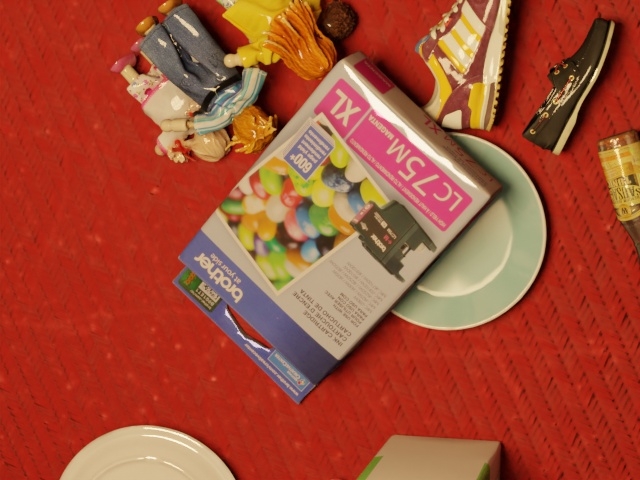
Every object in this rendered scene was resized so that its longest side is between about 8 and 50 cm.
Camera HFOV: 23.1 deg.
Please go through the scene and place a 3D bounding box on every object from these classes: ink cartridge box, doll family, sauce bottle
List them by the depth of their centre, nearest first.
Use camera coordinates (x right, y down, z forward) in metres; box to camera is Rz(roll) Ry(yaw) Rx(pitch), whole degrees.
[{"bbox_3d":[0.288,-0.036,1.428,0.042,0.042,0.128,-18,91,14],"label":"sauce bottle"},{"bbox_3d":[0.099,0.335,1.435,0.115,0.198,0.272,2,97,13],"label":"ink cartridge box"},{"bbox_3d":[-0.080,-0.170,1.455,0.263,0.118,0.163,-43,86,14],"label":"doll family"},{"bbox_3d":[0.000,0.000,1.463,0.186,0.065,0.311,44,116,5],"label":"ink cartridge box"}]

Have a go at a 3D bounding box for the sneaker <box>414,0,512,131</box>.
[{"bbox_3d":[0.130,-0.194,1.430,0.084,0.069,0.185,7,97,7],"label":"sneaker"}]

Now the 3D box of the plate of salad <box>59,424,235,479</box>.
[{"bbox_3d":[-0.170,0.281,1.566,0.200,0.048,0.199,1,96,8],"label":"plate of salad"}]

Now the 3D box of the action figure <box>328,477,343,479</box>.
[{"bbox_3d":[-0.073,0.332,1.484,0.280,0.139,0.091,-40,112,-6],"label":"action figure"}]

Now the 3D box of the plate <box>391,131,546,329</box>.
[{"bbox_3d":[0.120,-0.009,1.479,0.188,0.024,0.188,2,98,13],"label":"plate"}]

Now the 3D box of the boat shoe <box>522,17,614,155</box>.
[{"bbox_3d":[0.227,-0.144,1.424,0.042,0.049,0.133,26,106,1],"label":"boat shoe"}]
